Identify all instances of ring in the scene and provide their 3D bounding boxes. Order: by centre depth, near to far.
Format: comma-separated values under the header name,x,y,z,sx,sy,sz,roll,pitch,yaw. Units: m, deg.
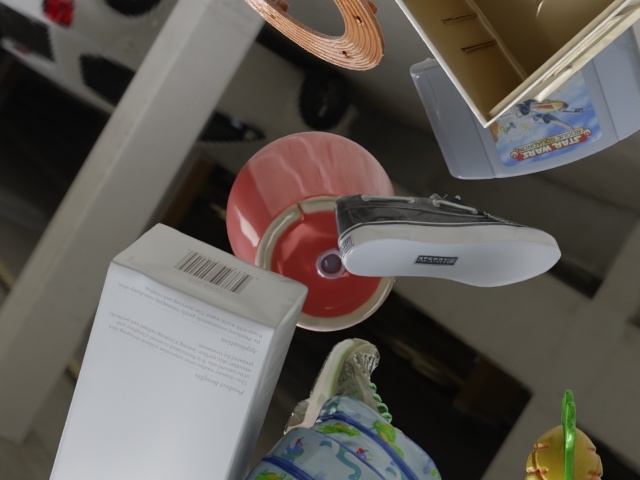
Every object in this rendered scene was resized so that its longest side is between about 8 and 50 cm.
name,x,y,z,sx,sy,sz,roll,pitch,yaw
ring,-0.045,-0.344,1.546,0.336,0.032,0.336,38,168,9

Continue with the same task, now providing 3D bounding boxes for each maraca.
name,x,y,z,sx,sy,sz,roll,pitch,yaw
maraca,0.322,0.291,1.589,0.099,0.186,0.127,2,-165,4

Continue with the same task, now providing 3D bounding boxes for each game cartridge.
name,x,y,z,sx,sy,sz,roll,pitch,yaw
game cartridge,0.292,-0.193,1.632,0.062,0.297,0.198,-68,-42,-62

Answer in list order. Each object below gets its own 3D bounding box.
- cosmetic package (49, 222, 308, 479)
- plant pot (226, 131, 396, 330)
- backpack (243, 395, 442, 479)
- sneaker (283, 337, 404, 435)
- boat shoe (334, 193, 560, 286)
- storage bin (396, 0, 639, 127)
name,x,y,z,sx,sy,sz,roll,pitch,yaw
cosmetic package,-0.181,0.206,1.463,0.217,0.385,0.156,23,-159,7
plant pot,0.000,0.000,1.736,0.275,0.275,0.243,30,-169,-13
backpack,0.028,0.348,1.497,0.290,0.273,0.355,42,178,25
sneaker,0.061,0.315,2.067,0.182,0.158,0.410,19,-151,10
boat shoe,0.158,-0.011,1.502,0.301,0.108,0.102,2,-125,-20
storage bin,0.216,-0.309,1.284,0.123,0.260,0.262,-22,-105,-48
